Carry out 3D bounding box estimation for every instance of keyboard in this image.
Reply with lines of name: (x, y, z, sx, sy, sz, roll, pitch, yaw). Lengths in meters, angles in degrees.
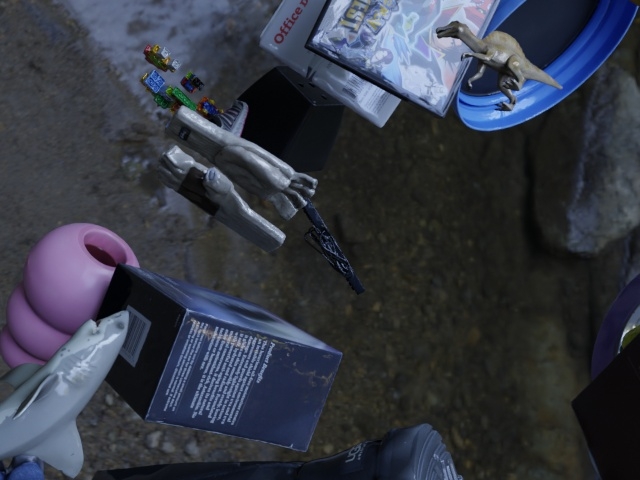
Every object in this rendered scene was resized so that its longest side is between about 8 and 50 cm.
keyboard: (0.000, 0.000, 1.323, 0.038, 0.100, 0.192, -33, 100, -1)

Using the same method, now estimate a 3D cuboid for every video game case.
video game case: (0.144, -0.369, 1.412, 0.248, 0.035, 0.275, 26, 89, -12)

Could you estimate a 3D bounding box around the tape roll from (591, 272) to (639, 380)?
tape roll: (0.493, 0.151, 1.191, 0.090, 0.275, 0.275, 26, 69, -22)

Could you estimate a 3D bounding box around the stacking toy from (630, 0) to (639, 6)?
stacking toy: (0.197, -0.181, 0.487, 0.141, 0.141, 0.330, -3, 68, -39)

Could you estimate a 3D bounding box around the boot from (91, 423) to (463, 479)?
boot: (-0.026, 0.389, 0.975, 0.367, 0.445, 0.146, 66, 26, -12)

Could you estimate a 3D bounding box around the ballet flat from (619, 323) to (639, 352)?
ballet flat: (0.463, 0.109, 1.116, 0.231, 0.077, 0.077, -9, 51, -38)

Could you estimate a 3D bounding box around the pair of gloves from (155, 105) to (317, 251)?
pair of gloves: (-0.117, -0.079, 1.181, 0.204, 0.240, 0.042, 32, 66, -3)

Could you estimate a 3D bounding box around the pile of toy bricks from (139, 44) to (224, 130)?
pile of toy bricks: (-0.295, -0.280, 1.771, 0.212, 0.105, 0.118, 46, 69, -38)

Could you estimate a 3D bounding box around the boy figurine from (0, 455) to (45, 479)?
boy figurine: (-0.371, 0.370, 1.109, 0.177, 0.285, 0.092, -3, 116, -23)

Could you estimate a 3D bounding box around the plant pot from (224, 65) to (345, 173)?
plant pot: (-0.060, -0.263, 1.891, 0.188, 0.167, 0.187, 48, 31, 18)

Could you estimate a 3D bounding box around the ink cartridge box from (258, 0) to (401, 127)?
ink cartridge box: (0.052, -0.364, 1.635, 0.273, 0.114, 0.197, 34, 101, -7)

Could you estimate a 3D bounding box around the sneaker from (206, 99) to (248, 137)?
sneaker: (-0.184, -0.220, 1.693, 0.075, 0.063, 0.170, 19, 39, -9)

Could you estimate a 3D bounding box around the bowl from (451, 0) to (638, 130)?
bowl: (0.389, -0.362, 1.617, 0.391, 0.391, 0.077, -8, 54, -39)

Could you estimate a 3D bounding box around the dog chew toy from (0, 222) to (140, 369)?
dog chew toy: (-0.470, 0.125, 1.628, 0.206, 0.332, 0.206, 32, 27, -18)

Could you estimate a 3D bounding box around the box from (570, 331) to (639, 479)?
box: (0.449, 0.133, 0.922, 0.143, 0.381, 0.191, 25, 30, -21)

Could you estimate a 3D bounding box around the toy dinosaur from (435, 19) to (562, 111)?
toy dinosaur: (0.220, -0.201, 1.041, 0.183, 0.053, 0.092, 23, 58, -16)

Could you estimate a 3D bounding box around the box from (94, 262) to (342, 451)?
box: (-0.178, 0.182, 1.445, 0.294, 0.296, 0.183, 21, 91, -35)

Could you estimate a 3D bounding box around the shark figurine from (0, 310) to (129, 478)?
shark figurine: (-0.294, 0.197, 0.884, 0.116, 0.278, 0.166, 52, 14, -17)
